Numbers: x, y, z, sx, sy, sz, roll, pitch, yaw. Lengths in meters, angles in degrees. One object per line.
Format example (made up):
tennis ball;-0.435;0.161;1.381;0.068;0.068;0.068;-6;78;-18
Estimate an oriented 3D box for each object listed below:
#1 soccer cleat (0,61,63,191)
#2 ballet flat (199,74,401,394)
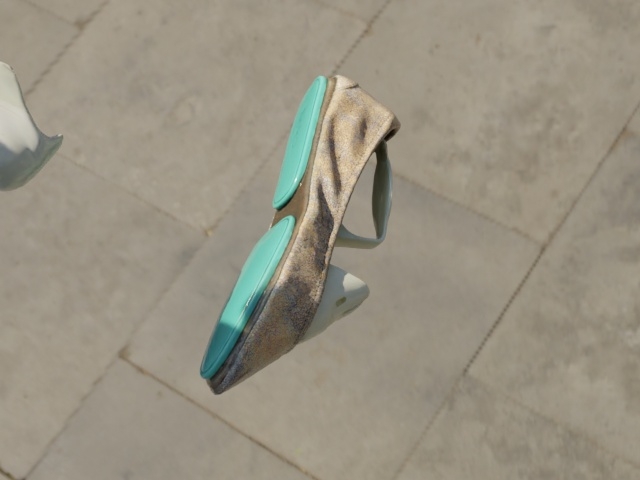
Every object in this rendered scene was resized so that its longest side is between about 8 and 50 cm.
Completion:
soccer cleat;-0.269;-0.123;0.876;0.076;0.068;0.196;-41;98;-30
ballet flat;0.000;0.000;1.018;0.106;0.107;0.316;27;64;-14
